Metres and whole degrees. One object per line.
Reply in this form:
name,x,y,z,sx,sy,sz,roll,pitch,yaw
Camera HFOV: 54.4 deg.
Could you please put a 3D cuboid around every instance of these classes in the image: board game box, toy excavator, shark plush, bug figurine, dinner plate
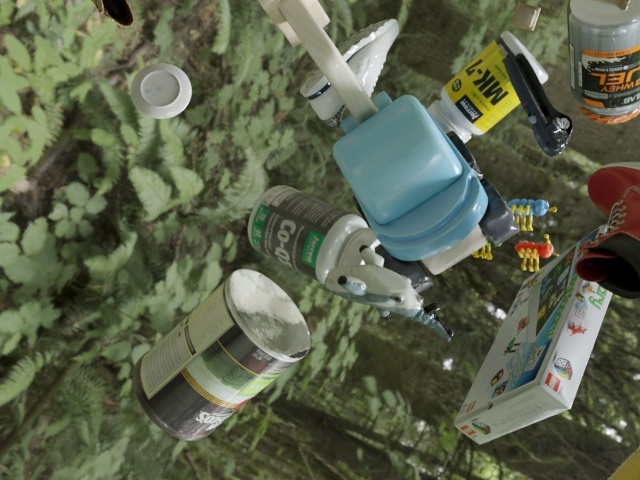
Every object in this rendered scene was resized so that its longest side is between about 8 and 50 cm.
board game box,0.311,0.129,0.871,0.305,0.053,0.193,-50,177,-35
toy excavator,0.089,-0.190,1.016,0.222,0.445,0.432,-32,-136,10
shark plush,0.084,0.067,0.741,0.073,0.161,0.067,-69,178,-48
bug figurine,0.442,-0.028,1.458,0.279,0.216,0.072,56,46,-53
dinner plate,-0.376,-0.356,1.468,0.141,0.141,0.017,-62,179,-12

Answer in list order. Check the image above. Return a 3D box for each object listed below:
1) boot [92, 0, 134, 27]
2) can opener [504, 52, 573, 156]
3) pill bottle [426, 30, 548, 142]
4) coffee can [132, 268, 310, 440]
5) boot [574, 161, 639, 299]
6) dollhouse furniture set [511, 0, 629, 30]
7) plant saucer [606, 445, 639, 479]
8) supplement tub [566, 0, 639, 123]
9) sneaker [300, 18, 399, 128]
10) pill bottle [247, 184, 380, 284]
boot,-0.566,-0.643,1.482,0.109,0.220,0.283,-35,146,0
can opener,0.354,-0.227,1.031,0.059,0.186,0.073,-22,174,-33
pill bottle,0.302,-0.273,1.158,0.208,0.119,0.119,-42,-170,27
coffee can,-0.185,0.213,1.165,0.275,0.201,0.201,-42,-172,20
boot,0.353,-0.019,0.743,0.244,0.176,0.088,-118,-163,-61
dollhouse furniture set,0.585,-0.554,1.200,0.174,0.303,0.355,-37,147,-60
plant saucer,0.462,0.434,0.882,0.333,0.332,0.081,-23,-159,-32
supplement tub,0.675,-0.432,1.435,0.193,0.194,0.316,-62,145,-24
sneaker,0.067,-0.305,1.118,0.235,0.095,0.090,-47,-158,-15
pill bottle,0.000,0.000,1.659,0.204,0.361,0.204,-36,138,-40
